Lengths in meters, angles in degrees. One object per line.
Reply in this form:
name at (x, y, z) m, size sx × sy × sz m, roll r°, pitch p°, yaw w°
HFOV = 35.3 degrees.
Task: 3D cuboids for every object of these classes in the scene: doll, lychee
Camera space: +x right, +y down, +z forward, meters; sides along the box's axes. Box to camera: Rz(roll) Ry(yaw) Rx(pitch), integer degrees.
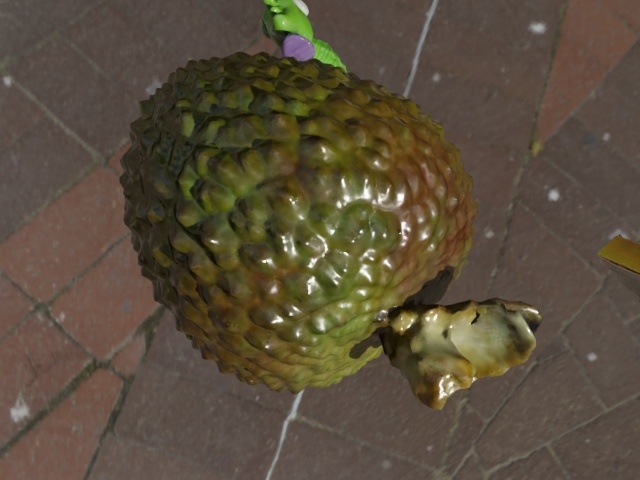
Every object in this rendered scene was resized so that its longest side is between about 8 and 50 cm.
doll at (-0.005, -0.182, 1.009) m, size 0.050 × 0.190 × 0.115 m, roll -29°, pitch 43°, yaw 18°
lychee at (-0.008, -0.009, 0.772) m, size 0.270 × 0.270 × 0.320 m, roll -31°, pitch 92°, yaw -23°

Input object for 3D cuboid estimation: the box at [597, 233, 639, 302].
box at (0.362, 0.097, 0.915) m, size 0.033 × 0.129 × 0.247 m, roll -45°, pitch 103°, yaw 0°
